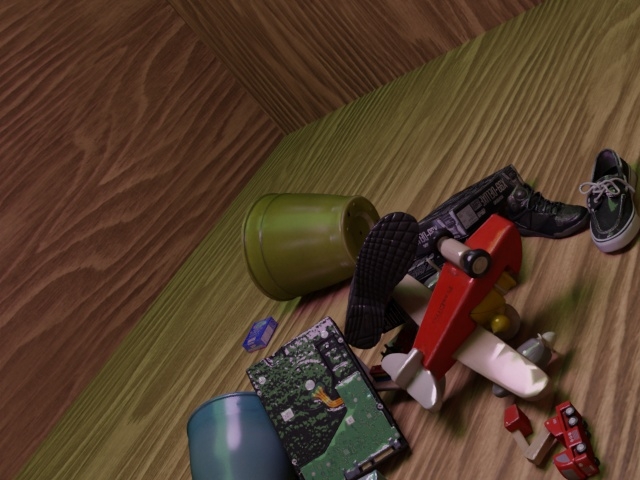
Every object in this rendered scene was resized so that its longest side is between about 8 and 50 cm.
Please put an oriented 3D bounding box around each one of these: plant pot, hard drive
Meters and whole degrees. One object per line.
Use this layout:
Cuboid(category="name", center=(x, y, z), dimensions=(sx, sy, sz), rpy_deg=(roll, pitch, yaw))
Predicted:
Cuboid(category="plant pot", center=(0.000, 0.000, 2.397), dimensions=(0.353, 0.366, 0.366), rpy_deg=(-9, 36, 36))
Cuboid(category="plant pot", center=(-0.172, 0.531, 1.715), dimensions=(0.272, 0.272, 0.255), rpy_deg=(-35, 36, 20))
Cuboid(category="hard drive", center=(0.009, 0.367, 1.646), dimensions=(0.237, 0.064, 0.338), rpy_deg=(-34, 60, 2))

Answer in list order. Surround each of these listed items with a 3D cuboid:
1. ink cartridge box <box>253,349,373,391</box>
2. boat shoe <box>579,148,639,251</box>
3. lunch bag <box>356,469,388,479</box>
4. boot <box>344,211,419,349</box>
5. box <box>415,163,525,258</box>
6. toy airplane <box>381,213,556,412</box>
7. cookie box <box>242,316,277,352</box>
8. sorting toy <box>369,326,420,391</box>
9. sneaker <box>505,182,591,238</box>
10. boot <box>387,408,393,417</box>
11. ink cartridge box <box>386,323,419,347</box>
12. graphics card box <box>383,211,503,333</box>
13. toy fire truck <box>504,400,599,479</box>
Cuboid(category="ink cartridge box", center=(-0.022, 0.367, 1.868), dimensions=(0.233, 0.168, 0.171), rpy_deg=(-24, 28, 42))
Cuboid(category="boat shoe", center=(0.648, -0.101, 1.675), dimensions=(0.113, 0.105, 0.306), rpy_deg=(-23, 27, 43))
Cuboid(category="lunch bag", center=(0.065, 0.576, 1.304), dimensions=(0.223, 0.160, 0.262), rpy_deg=(-33, 33, 16))
Cuboid(category="boot", center=(0.122, 0.060, 1.707), dimensions=(0.222, 0.118, 0.338), rpy_deg=(-83, 14, -69))
Cuboid(category="box", center=(0.371, -0.073, 2.005), dimensions=(0.307, 0.076, 0.242), rpy_deg=(-35, 3, -39))
Cuboid(category="toy airplane", center=(0.306, 0.183, 1.567), dimensions=(0.384, 0.273, 0.385), rpy_deg=(-35, 52, 45))
Cuboid(category="cookie box", center=(-0.202, 0.315, 2.499), dimensions=(0.092, 0.040, 0.107), rpy_deg=(-25, 26, 39))
Cuboid(category="sorting toy", center=(0.185, 0.274, 1.729), dimensions=(0.132, 0.046, 0.274), rpy_deg=(-17, 29, 43))
Cuboid(category="sneaker", center=(0.534, -0.074, 1.803), dimensions=(0.087, 0.130, 0.228), rpy_deg=(-51, 24, -17))
Cuboid(category="boot", center=(0.096, 0.434, 1.679), dimensions=(0.158, 0.059, 0.085), rpy_deg=(-47, 16, -11))
Cuboid(category="ink cartridge box", center=(0.258, 0.244, 1.802), dimensions=(0.145, 0.045, 0.179), rpy_deg=(-44, 27, -7))
Cuboid(category="graphics card box", center=(0.304, 0.081, 1.884), dimensions=(0.371, 0.094, 0.233), rpy_deg=(-33, 4, 25))
Cuboid(category="toy fire truck", center=(0.398, 0.348, 1.304), dimensions=(0.135, 0.047, 0.192), rpy_deg=(-34, 22, 22))
